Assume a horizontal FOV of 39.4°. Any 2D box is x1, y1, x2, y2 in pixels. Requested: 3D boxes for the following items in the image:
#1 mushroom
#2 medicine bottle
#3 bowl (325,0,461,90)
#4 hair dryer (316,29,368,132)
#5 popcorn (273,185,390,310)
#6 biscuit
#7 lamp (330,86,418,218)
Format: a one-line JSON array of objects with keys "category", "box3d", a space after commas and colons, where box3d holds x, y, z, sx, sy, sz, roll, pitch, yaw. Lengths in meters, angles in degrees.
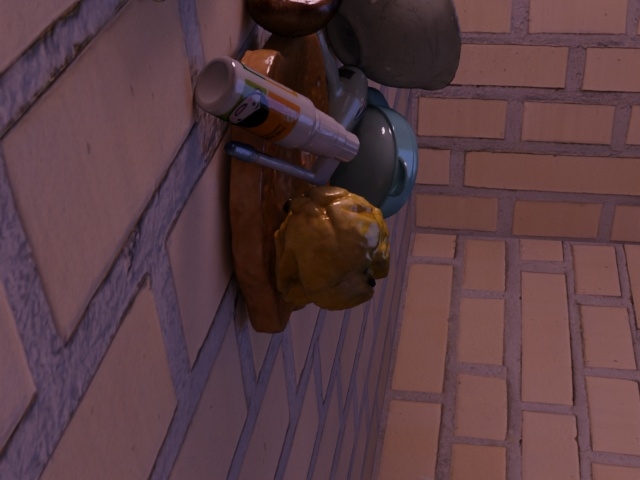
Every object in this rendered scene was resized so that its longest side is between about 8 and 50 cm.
[{"category": "mushroom", "box3d": [-0.031, -0.299, 1.083, 0.087, 0.127, 0.127, 93, 7, -49]}, {"category": "medicine bottle", "box3d": [-0.045, -0.120, 0.973, 0.221, 0.061, 0.092, 19, 108, -48]}, {"category": "bowl", "box3d": [0.099, -0.384, 1.598, 0.313, 0.146, 0.313, 50, -21, 27]}, {"category": "hair dryer", "box3d": [-0.005, -0.224, 1.446, 0.267, 0.092, 0.229, 39, 60, -61]}, {"category": "popcorn", "box3d": [0.014, 0.011, 1.067, 0.152, 0.149, 0.167, -121, -142, -48]}, {"category": "biscuit", "box3d": [-0.052, -0.079, 1.182, 0.365, 0.062, 0.384, -57, 149, -66]}, {"category": "lamp", "box3d": [0.084, -0.161, 1.629, 0.209, 0.147, 0.284, -49, -151, 41]}]
